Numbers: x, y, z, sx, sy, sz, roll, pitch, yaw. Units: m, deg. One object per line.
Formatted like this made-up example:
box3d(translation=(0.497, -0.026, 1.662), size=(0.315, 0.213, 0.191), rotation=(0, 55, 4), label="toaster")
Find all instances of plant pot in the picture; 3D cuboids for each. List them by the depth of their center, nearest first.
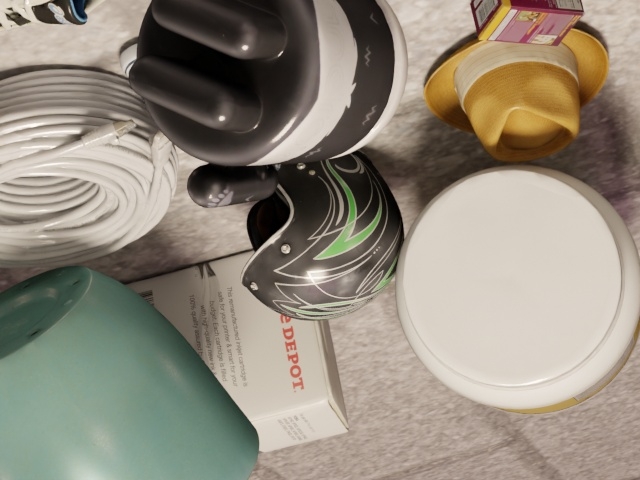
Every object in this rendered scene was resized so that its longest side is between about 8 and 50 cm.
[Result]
box3d(translation=(-0.242, 0.169, 1.829), size=(0.293, 0.293, 0.235), rotation=(-22, 113, 20), label="plant pot")

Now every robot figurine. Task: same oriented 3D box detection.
box3d(translation=(-0.042, -0.146, 1.541), size=(0.209, 0.173, 0.278), rotation=(-32, 170, 25), label="robot figurine")

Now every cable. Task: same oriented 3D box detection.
box3d(translation=(-0.260, -0.061, 1.765), size=(0.257, 0.089, 0.257), rotation=(-8, 155, -5), label="cable")

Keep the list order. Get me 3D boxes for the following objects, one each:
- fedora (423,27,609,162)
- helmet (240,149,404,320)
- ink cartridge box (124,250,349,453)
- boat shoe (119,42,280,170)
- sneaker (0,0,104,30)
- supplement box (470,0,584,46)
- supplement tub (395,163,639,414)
box3d(translation=(0.194, -0.129, 1.813), size=(0.194, 0.079, 0.194), rotation=(-9, 153, -5), label="fedora")
box3d(translation=(0.000, 0.000, 1.897), size=(0.169, 0.161, 0.169), rotation=(-7, 153, -4), label="helmet")
box3d(translation=(-0.121, 0.136, 2.081), size=(0.273, 0.197, 0.114), rotation=(-15, 155, 8), label="ink cartridge box")
box3d(translation=(-0.101, -0.119, 1.716), size=(0.065, 0.083, 0.183), rotation=(-31, 147, 33), label="boat shoe")
box3d(translation=(-0.235, -0.200, 1.508), size=(0.237, 0.086, 0.085), rotation=(-19, 154, 18), label="sneaker")
box3d(translation=(0.184, -0.207, 1.696), size=(0.083, 0.043, 0.055), rotation=(3, 150, -23), label="supplement box")
box3d(translation=(0.204, 0.053, 1.911), size=(0.241, 0.241, 0.331), rotation=(-15, 171, 8), label="supplement tub")
